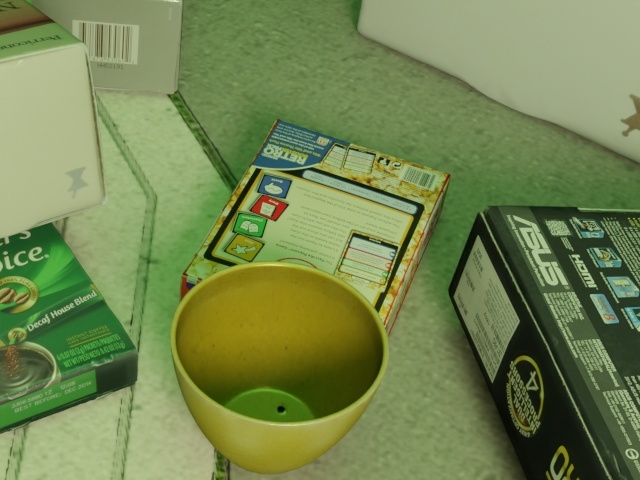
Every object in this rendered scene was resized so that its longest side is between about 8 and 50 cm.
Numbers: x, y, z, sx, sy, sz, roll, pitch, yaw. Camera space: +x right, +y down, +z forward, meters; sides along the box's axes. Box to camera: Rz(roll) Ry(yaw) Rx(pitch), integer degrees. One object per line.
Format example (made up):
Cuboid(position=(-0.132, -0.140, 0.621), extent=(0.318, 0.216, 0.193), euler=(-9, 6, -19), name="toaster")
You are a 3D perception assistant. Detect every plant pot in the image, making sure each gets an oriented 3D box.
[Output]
Cuboid(position=(-0.030, 0.093, 0.834), extent=(0.134, 0.095, 0.134), euler=(5, 44, -4), name="plant pot")

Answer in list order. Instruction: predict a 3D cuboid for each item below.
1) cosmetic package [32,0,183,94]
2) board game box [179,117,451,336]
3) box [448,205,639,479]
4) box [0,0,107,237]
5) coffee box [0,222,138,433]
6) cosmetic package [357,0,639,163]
Cuboid(position=(-0.181, -0.241, 1.156), extent=(0.127, 0.107, 0.238), euler=(4, 41, -6), name="cosmetic package")
Cuboid(position=(0.000, 0.000, 0.973), extent=(0.147, 0.045, 0.193), euler=(19, 44, 9), name="board game box")
Cuboid(position=(0.289, 0.138, 0.818), extent=(0.318, 0.097, 0.394), euler=(-2, 43, -19), name="box")
Cuboid(position=(-0.272, -0.104, 0.936), extent=(0.149, 0.126, 0.232), euler=(-20, 35, -28), name="box")
Cuboid(position=(-0.215, 0.043, 0.894), extent=(0.113, 0.040, 0.184), euler=(-18, 50, -27), name="coffee box")
Cuboid(position=(0.284, -0.334, 1.169), extent=(0.329, 0.327, 0.393), euler=(28, 47, 18), name="cosmetic package")
